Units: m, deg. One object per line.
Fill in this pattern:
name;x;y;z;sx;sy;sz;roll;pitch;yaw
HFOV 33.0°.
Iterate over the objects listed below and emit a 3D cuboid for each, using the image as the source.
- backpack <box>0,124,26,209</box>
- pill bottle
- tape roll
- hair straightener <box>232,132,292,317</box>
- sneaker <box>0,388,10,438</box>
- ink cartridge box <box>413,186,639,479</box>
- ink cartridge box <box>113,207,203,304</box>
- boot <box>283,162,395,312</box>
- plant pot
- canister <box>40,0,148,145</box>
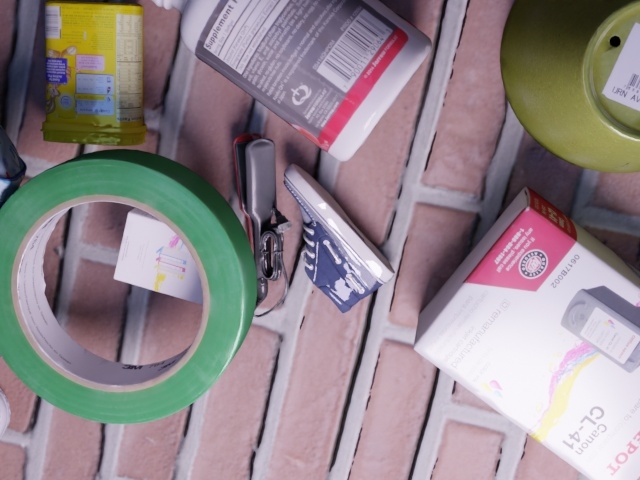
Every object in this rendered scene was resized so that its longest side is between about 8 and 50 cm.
backpack;-0.517;-0.137;1.269;0.273;0.290;0.356;-18;98;-6
pill bottle;-0.047;-0.248;1.227;0.318;0.176;0.176;37;105;-1
tape roll;-0.238;0.055;1.278;0.321;0.077;0.321;2;104;9
hair straightener;-0.072;-0.013;1.327;0.047;0.089;0.231;-5;104;-26
sneaker;-0.584;0.324;1.414;0.366;0.210;0.137;-38;94;14
ink cartridge box;0.296;0.119;1.284;0.306;0.131;0.226;37;105;0
ink cartridge box;-0.169;0.016;1.347;0.143;0.092;0.090;16;104;4
boot;0.000;0.000;1.330;0.086;0.069;0.190;-40;96;11
plant pot;0.330;-0.184;1.126;0.274;0.293;0.275;2;103;7
canister;-0.277;-0.206;1.323;0.126;0.073;0.170;4;102;7
